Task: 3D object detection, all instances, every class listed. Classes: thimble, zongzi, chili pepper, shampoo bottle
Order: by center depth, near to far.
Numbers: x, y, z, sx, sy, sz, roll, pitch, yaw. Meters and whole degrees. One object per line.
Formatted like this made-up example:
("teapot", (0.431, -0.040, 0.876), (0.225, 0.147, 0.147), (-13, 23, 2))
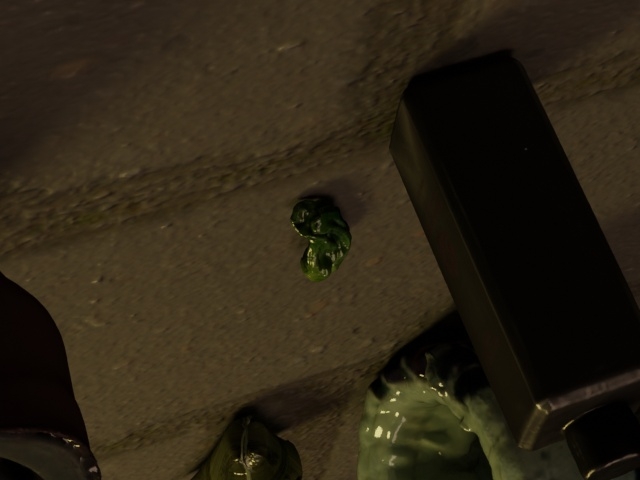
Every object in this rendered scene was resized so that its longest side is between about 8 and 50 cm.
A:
("shampoo bottle", (0.119, 0.020, 1.122), (0.079, 0.246, 0.080), (-18, 157, -12))
("chili pepper", (0.001, 0.000, 1.257), (0.034, 0.030, 0.091), (3, 155, 6))
("thimble", (0.142, 0.185, 1.533), (0.150, 0.237, 0.237), (-6, 153, -32))
("zongzi", (-0.081, 0.178, 1.569), (0.113, 0.052, 0.104), (-13, 152, 14))

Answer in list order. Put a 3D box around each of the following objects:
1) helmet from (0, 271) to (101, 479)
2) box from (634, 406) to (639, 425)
("helmet", (-0.282, 0.096, 1.002), (0.338, 0.197, 0.271), (-19, 150, 12))
("box", (0.280, 0.187, 1.767), (0.231, 0.149, 0.155), (-10, 156, -27))
